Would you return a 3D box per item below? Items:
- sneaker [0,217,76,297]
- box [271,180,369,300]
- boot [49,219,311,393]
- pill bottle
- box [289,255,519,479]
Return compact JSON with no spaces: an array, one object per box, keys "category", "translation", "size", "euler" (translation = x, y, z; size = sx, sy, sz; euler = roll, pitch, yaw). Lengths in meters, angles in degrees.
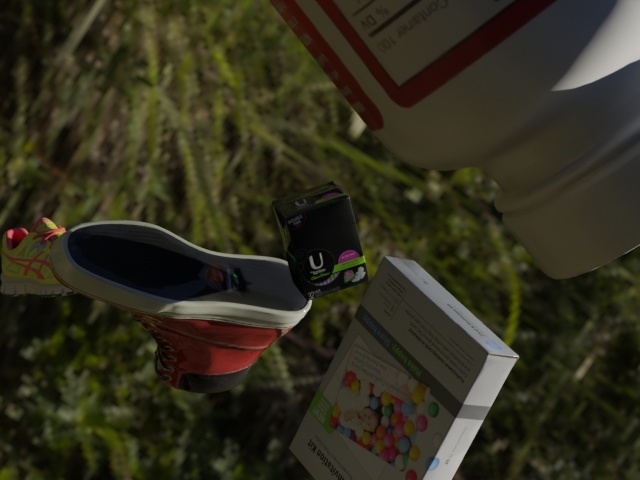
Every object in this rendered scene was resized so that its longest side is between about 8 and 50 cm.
[{"category":"sneaker","translation":[-0.324,0.019,2.024],"size":[0.208,0.094,0.081],"euler":[-2,7,38]},{"category":"box","translation":[0.000,0.000,1.460],"size":[0.052,0.062,0.083],"euler":[-132,-154,-66]},{"category":"boot","translation":[-0.153,0.074,1.516],"size":[0.244,0.176,0.088],"euler":[15,48,-27]},{"category":"pill bottle","translation":[0.069,-0.189,0.893],"size":[0.408,0.229,0.229],"euler":[52,9,-6]},{"category":"box","translation":[0.060,0.128,1.289],"size":[0.038,0.186,0.145],"euler":[9,24,-39]}]
